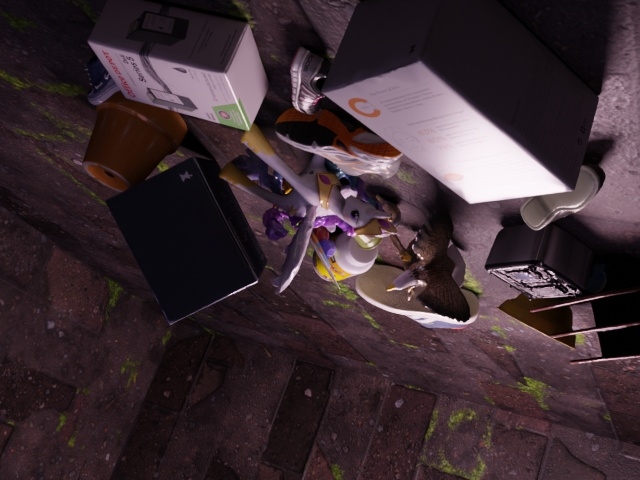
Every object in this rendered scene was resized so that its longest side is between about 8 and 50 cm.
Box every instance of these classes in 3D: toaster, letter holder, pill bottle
[{"bbox_3d":[0.474,0.048,1.787,0.168,0.110,0.185,29,160,-25],"label":"toaster"},{"bbox_3d":[0.628,0.190,1.826,0.214,0.152,0.302,-5,170,-21],"label":"letter holder"},{"bbox_3d":[0.068,0.038,2.183,0.117,0.117,0.215,26,161,-16],"label":"pill bottle"}]

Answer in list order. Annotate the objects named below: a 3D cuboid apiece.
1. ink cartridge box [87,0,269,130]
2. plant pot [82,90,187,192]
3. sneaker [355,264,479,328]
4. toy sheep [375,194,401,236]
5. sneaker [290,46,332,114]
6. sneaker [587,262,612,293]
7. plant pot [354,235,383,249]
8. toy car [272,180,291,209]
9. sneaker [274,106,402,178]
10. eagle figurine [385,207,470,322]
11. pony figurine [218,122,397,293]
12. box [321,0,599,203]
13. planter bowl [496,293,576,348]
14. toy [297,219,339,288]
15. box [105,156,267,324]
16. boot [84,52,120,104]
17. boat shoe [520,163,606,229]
[{"bbox_3d":[-0.252,-0.323,1.518,0.272,0.115,0.198,16,161,15],"label":"ink cartridge box"},{"bbox_3d":[-0.432,-0.217,1.874,0.205,0.188,0.205,21,160,8],"label":"plant pot"},{"bbox_3d":[0.263,0.176,2.339,0.350,0.131,0.148,18,157,8],"label":"sneaker"},{"bbox_3d":[0.139,-0.050,1.916,0.091,0.091,0.132,23,156,-5],"label":"toy sheep"},{"bbox_3d":[-0.007,-0.272,1.480,0.074,0.063,0.170,23,158,14],"label":"sneaker"},{"bbox_3d":[0.577,0.078,1.841,0.073,0.063,0.162,28,160,-11],"label":"sneaker"},{"bbox_3d":[0.099,-0.031,2.001,0.083,0.083,0.079,3,159,42],"label":"plant pot"},{"bbox_3d":[-0.085,-0.119,2.067,0.041,0.060,0.122,61,148,16],"label":"toy car"},{"bbox_3d":[0.034,-0.176,1.626,0.262,0.099,0.121,17,151,13],"label":"sneaker"},{"bbox_3d":[0.252,0.066,1.895,0.226,0.225,0.298,35,167,-9],"label":"eagle figurine"},{"bbox_3d":[-0.035,-0.082,1.793,0.363,0.303,0.351,38,151,-5],"label":"pony figurine"},{"bbox_3d":[0.213,-0.215,1.241,0.345,0.168,0.215,32,159,-31],"label":"box"},{"bbox_3d":[0.551,0.177,2.057,0.217,0.090,0.217,27,-177,-2],"label":"planter bowl"},{"bbox_3d":[0.000,0.000,2.089,0.137,0.056,0.237,61,175,-39],"label":"toy"},{"bbox_3d":[-0.283,-0.012,1.883,0.294,0.212,0.395,63,-179,-3],"label":"box"},{"bbox_3d":[-0.464,-0.351,1.763,0.086,0.069,0.190,40,147,-28],"label":"boot"},{"bbox_3d":[0.446,-0.089,1.511,0.081,0.068,0.228,60,157,7],"label":"boat shoe"}]
